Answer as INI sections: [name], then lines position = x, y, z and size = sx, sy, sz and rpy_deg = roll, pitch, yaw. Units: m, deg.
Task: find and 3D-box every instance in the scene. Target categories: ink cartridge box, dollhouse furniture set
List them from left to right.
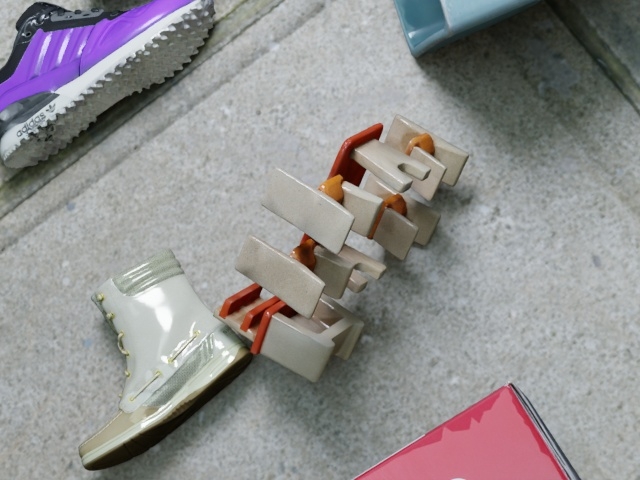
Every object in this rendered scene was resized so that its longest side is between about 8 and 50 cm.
[dollhouse furniture set]
position = 0.000, 0.000, 1.499
size = 0.135, 0.262, 0.259
rpy_deg = 32, 119, 17
[ink cartridge box]
position = 0.088, 0.268, 1.408
size = 0.309, 0.272, 0.130
rpy_deg = -33, 75, 4

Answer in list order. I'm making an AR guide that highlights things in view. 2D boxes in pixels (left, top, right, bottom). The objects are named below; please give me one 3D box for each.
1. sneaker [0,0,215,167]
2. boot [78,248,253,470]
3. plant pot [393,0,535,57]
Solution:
[sneaker]
position = -0.263, -0.218, 1.658
size = 0.293, 0.102, 0.146
rpy_deg = -34, 74, 4
[boot]
position = -0.200, 0.128, 1.596
size = 0.213, 0.077, 0.165
rpy_deg = -38, 75, -2
[plant pot]
position = 0.189, -0.347, 1.501
size = 0.252, 0.248, 0.247
rpy_deg = -18, 93, -4
